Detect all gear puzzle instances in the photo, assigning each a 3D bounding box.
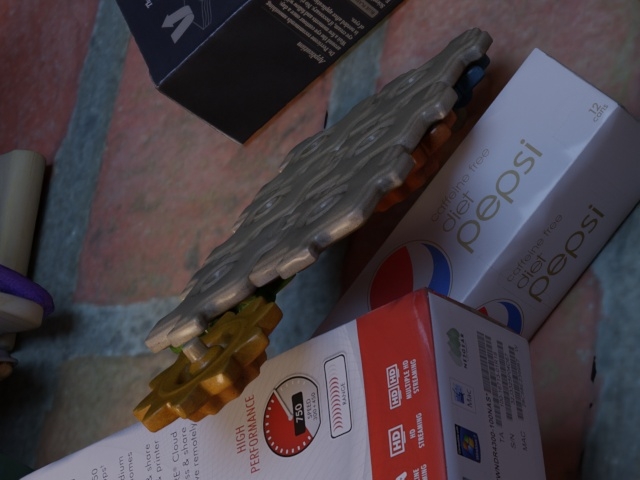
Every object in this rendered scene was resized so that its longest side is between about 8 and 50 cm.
[{"bbox_3d":[0.000,0.000,0.961,0.175,0.044,0.339,-32,13,33],"label":"gear puzzle"}]

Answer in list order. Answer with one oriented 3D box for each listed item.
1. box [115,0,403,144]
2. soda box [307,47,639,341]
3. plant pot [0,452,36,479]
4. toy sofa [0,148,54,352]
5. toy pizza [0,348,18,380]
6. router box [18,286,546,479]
[{"bbox_3d":[-0.048,-0.177,1.175,0.158,0.093,0.156,-40,49,15],"label":"box"},{"bbox_3d":[0.088,0.009,0.986,0.216,0.069,0.074,-53,46,6],"label":"soda box"},{"bbox_3d":[-0.298,0.210,1.141,0.234,0.166,0.165,-23,55,21],"label":"plant pot"},{"bbox_3d":[-0.339,-0.048,1.165,0.177,0.362,0.150,-17,58,41],"label":"toy sofa"},{"bbox_3d":[-0.294,0.103,1.173,0.201,0.201,0.032,-15,82,34],"label":"toy pizza"},{"bbox_3d":[-0.023,0.233,0.867,0.301,0.082,0.335,-28,53,34],"label":"router box"}]
